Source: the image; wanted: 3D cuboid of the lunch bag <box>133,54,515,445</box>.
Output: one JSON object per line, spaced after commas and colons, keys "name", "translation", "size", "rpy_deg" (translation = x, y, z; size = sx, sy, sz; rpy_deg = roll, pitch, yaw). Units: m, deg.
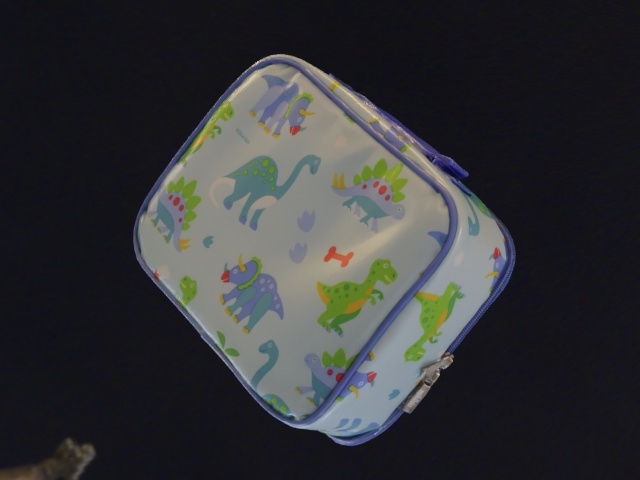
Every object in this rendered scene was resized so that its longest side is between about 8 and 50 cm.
{"name": "lunch bag", "translation": [0.000, 0.000, 0.789], "size": [0.176, 0.090, 0.219], "rpy_deg": [-53, -129, 9]}
